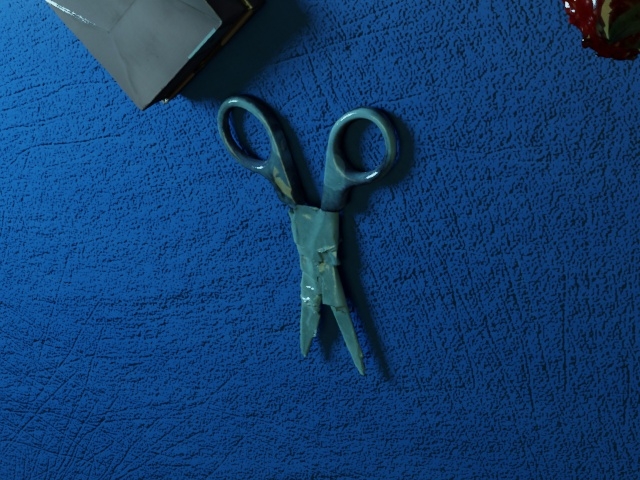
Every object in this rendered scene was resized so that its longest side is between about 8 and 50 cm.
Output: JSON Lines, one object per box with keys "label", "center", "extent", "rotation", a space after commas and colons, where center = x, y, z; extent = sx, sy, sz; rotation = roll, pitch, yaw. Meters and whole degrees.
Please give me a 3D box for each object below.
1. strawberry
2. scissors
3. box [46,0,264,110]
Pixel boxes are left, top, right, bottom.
{"label": "strawberry", "center": [0.306, -0.283, 1.384], "extent": [0.201, 0.184, 0.187], "rotation": [61, 143, 29]}
{"label": "scissors", "center": [0.000, 0.000, 1.830], "extent": [0.256, 0.029, 0.384], "rotation": [6, 117, 30]}
{"label": "box", "center": [-0.213, -0.300, 1.762], "extent": [0.215, 0.086, 0.215], "rotation": [50, 131, -1]}
